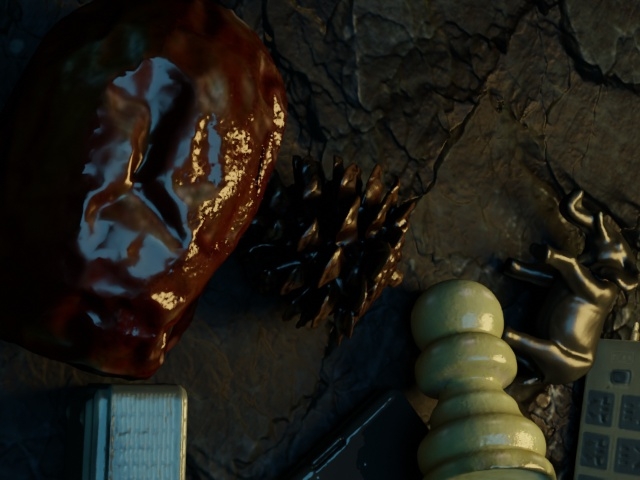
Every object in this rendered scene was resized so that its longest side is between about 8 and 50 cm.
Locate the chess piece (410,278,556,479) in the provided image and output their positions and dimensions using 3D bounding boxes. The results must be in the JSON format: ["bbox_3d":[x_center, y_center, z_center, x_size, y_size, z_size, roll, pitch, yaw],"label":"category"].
[{"bbox_3d":[0.167,0.160,1.209,0.144,0.144,0.251,9,55,-22],"label":"chess piece"}]

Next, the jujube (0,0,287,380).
[{"bbox_3d":[-0.181,-0.060,1.033,0.276,0.276,0.376,17,76,-20],"label":"jujube"}]

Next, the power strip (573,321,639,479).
[{"bbox_3d":[0.362,0.280,1.313,0.043,0.106,0.367,20,75,-45],"label":"power strip"}]

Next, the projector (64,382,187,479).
[{"bbox_3d":[-0.196,0.265,1.039,0.099,0.192,0.256,3,83,-18],"label":"projector"}]

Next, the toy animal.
[{"bbox_3d":[0.295,0.061,1.319,0.146,0.114,0.245,21,98,-13],"label":"toy animal"}]

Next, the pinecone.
[{"bbox_3d":[0.000,0.000,1.153,0.208,0.208,0.207,3,83,-22],"label":"pinecone"}]

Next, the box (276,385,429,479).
[{"bbox_3d":[0.042,0.291,1.209,0.230,0.050,0.160,-39,100,-21],"label":"box"}]
